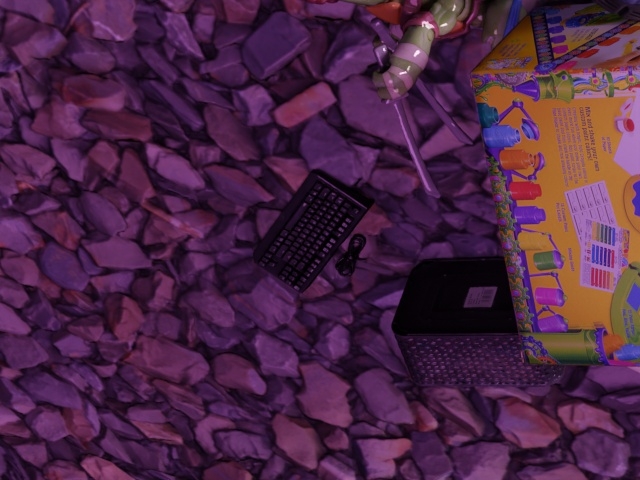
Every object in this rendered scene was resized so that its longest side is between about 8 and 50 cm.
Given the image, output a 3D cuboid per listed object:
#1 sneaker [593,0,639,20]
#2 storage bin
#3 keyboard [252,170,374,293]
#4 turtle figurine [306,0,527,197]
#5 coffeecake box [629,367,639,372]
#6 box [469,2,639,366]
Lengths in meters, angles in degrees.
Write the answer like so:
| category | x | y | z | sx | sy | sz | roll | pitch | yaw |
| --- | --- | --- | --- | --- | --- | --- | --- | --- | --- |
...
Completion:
| category | x | y | z | sx | sy | sz | roll | pitch | yaw |
| --- | --- | --- | --- | --- | --- | --- | --- | --- | --- |
| sneaker | 0.219 | -0.317 | 1.712 | 0.297 | 0.129 | 0.111 | 45 | 131 | 5 |
| storage bin | 0.182 | 0.090 | 2.126 | 0.180 | 0.122 | 0.084 | -2 | 132 | 25 |
| keyboard | 0.000 | 0.000 | 2.189 | 0.108 | 0.023 | 0.180 | 29 | 138 | -7 |
| turtle figurine | 0.047 | -0.187 | 1.854 | 0.266 | 0.198 | 0.275 | 24 | 134 | 5 |
| coffeecake box | 0.422 | 0.104 | 2.078 | 0.185 | 0.068 | 0.142 | 26 | 138 | -4 |
| box | 0.312 | -0.052 | 1.708 | 0.279 | 0.177 | 0.290 | 0 | 116 | 28 |
